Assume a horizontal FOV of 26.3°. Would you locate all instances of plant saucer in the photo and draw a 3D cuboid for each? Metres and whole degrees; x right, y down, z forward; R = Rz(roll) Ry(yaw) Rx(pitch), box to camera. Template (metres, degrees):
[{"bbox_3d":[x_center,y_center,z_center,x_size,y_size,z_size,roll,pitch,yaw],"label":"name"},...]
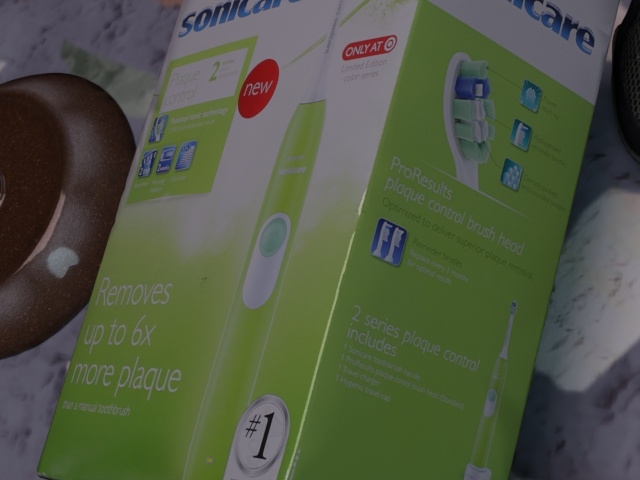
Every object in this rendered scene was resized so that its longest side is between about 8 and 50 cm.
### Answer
[{"bbox_3d":[-0.207,-0.024,0.871,0.198,0.036,0.199,-12,64,26],"label":"plant saucer"}]

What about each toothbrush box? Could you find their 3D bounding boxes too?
[{"bbox_3d":[0.000,0.000,0.647,0.206,0.122,0.283,-2,67,53],"label":"toothbrush box"}]

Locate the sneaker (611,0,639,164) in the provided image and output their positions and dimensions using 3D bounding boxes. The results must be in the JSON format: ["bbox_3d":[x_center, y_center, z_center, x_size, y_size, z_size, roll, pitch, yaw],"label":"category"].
[{"bbox_3d":[0.174,-0.149,0.634,0.087,0.130,0.228,14,80,37],"label":"sneaker"}]
